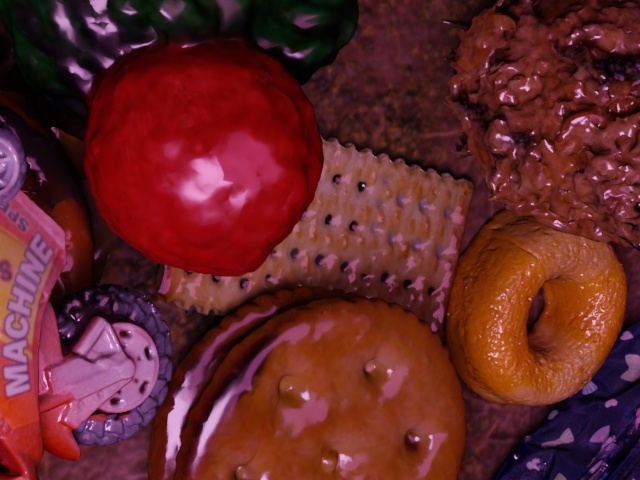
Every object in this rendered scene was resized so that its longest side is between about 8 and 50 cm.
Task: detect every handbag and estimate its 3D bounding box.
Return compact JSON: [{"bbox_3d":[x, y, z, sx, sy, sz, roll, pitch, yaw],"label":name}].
[{"bbox_3d":[0.229,0.187,1.245,0.260,0.113,0.162,-43,123,-22],"label":"handbag"}]

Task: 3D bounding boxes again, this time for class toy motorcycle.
[{"bbox_3d":[-0.195,0.027,0.789,0.298,0.089,0.171,44,74,-29],"label":"toy motorcycle"}]

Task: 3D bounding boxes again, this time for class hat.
[{"bbox_3d":[-0.071,-0.140,0.910,0.274,0.242,0.332,-4,80,-17],"label":"hat"}]

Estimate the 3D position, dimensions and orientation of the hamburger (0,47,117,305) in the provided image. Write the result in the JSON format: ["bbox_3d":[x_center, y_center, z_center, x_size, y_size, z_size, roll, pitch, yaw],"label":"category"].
[{"bbox_3d":[-0.229,0.005,0.902,0.243,0.138,0.262,33,78,-32],"label":"hamburger"}]

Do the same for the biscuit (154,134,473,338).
[{"bbox_3d":[0.000,0.000,1.126,0.231,0.016,0.139,14,88,-34],"label":"biscuit"}]

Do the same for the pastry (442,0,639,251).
[{"bbox_3d":[0.209,-0.079,1.138,0.274,0.275,0.193,-2,133,-33],"label":"pastry"}]

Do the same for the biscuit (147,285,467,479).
[{"bbox_3d":[-0.006,0.137,1.100,0.220,0.066,0.220,-8,106,-30],"label":"biscuit"}]

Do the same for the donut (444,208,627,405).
[{"bbox_3d":[0.159,0.049,1.215,0.152,0.058,0.152,-6,101,-31],"label":"donut"}]
